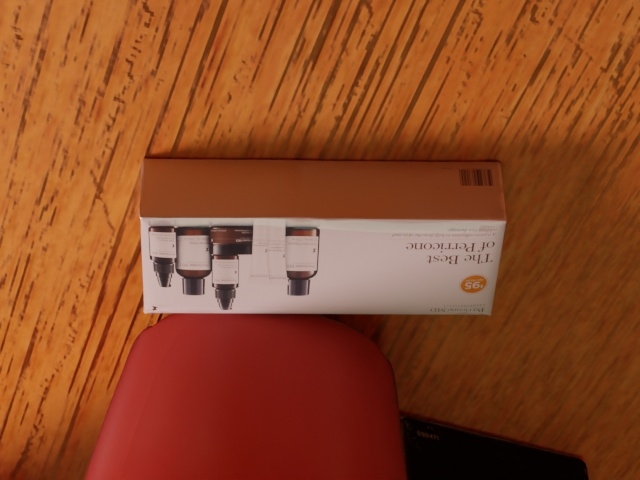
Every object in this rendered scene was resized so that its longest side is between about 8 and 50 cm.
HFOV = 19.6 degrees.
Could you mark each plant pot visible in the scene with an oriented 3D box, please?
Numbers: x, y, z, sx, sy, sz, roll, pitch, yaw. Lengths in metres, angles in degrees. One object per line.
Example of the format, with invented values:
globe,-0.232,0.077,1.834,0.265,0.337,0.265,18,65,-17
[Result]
plant pot,-0.050,0.193,1.288,0.274,0.243,0.275,5,150,3

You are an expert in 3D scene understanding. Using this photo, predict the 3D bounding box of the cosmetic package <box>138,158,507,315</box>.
cosmetic package,0.000,0.000,1.239,0.239,0.060,0.099,0,139,-2

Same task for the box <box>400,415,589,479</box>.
box,0.080,0.352,1.457,0.182,0.296,0.294,15,135,-19
